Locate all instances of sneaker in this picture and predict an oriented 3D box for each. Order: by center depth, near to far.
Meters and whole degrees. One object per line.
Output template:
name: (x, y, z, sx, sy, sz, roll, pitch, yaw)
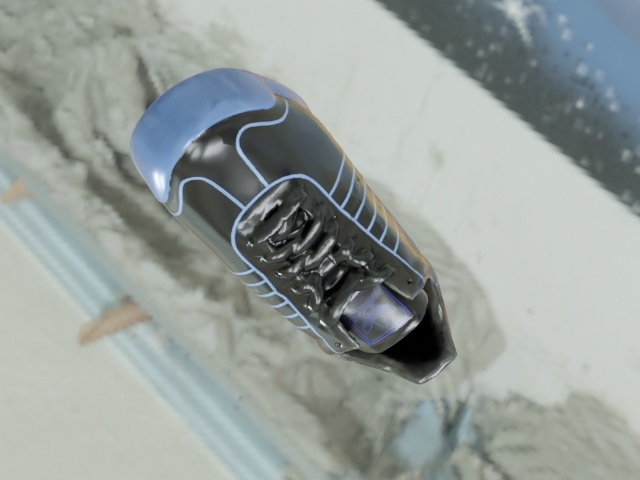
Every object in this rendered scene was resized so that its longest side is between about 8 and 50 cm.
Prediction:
sneaker: (0.000, 0.000, 0.780, 0.090, 0.081, 0.232, 50, -172, 33)
